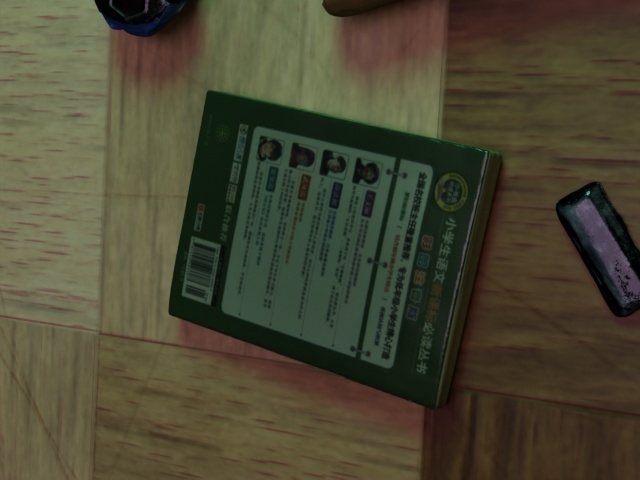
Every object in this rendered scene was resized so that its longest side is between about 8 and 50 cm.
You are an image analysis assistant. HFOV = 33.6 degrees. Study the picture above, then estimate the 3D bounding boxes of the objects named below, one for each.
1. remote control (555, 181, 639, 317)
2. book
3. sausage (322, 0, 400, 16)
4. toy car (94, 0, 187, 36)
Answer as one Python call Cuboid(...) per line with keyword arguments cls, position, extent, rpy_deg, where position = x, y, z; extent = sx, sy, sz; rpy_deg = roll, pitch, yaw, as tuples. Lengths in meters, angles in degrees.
Cuboid(cls="remote control", position=(0.202, 0.006, 0.747), extent=(0.039, 0.014, 0.096), rpy_deg=(-32, 77, 26))
Cuboid(cls="book", position=(0.000, 0.000, 0.853), extent=(0.264, 0.027, 0.202), rpy_deg=(16, 98, 29))
Cuboid(cls="sausage", position=(0.130, -0.216, 0.754), extent=(0.301, 0.066, 0.066), rpy_deg=(-6, 88, 27))
Cuboid(cls="toy car", position=(-0.141, -0.283, 0.904), extent=(0.103, 0.063, 0.216), rpy_deg=(15, 105, 29))
